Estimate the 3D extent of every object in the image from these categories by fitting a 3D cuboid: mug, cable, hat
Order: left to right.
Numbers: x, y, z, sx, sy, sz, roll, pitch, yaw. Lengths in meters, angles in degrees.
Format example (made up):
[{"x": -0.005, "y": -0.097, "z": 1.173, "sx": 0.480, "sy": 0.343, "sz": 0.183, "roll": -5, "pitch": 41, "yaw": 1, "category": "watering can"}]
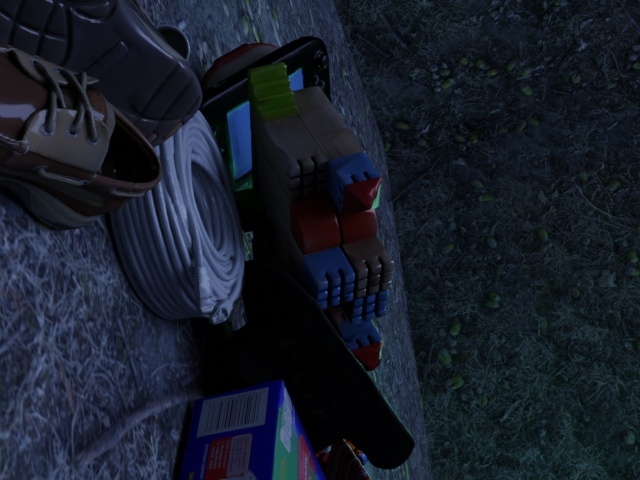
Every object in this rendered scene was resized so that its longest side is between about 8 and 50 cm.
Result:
[{"x": -0.204, "y": -0.246, "z": 1.256, "sx": 0.062, "sy": 0.078, "sz": 0.064, "roll": 41, "pitch": 9, "yaw": -9, "category": "mug"}, {"x": -0.160, "y": -0.035, "z": 1.104, "sx": 0.257, "sy": 0.089, "sz": 0.257, "roll": -41, "pitch": 116, "yaw": -79, "category": "cable"}, {"x": -0.040, "y": 0.190, "z": 1.201, "sx": 0.331, "sy": 0.134, "sz": 0.331, "roll": 42, "pitch": -24, "yaw": 23, "category": "hat"}]

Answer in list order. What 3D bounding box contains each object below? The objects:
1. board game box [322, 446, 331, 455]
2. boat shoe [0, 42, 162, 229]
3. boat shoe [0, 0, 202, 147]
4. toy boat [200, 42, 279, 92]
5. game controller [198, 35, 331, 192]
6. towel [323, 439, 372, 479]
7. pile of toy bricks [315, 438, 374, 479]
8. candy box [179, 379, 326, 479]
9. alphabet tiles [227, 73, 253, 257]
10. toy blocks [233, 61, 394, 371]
[{"x": 0.008, "y": 0.248, "z": 1.531, "sx": 0.305, "sy": 0.053, "sz": 0.193, "roll": 63, "pitch": 33, "yaw": -63, "category": "board game box"}, {"x": -0.225, "y": -0.101, "z": 0.765, "sx": 0.324, "sy": 0.116, "sz": 0.123, "roll": 40, "pitch": 38, "yaw": -72, "category": "boat shoe"}, {"x": -0.244, "y": -0.221, "z": 0.880, "sx": 0.130, "sy": 0.132, "sz": 0.355, "roll": 52, "pitch": -2, "yaw": 38, "category": "boat shoe"}, {"x": -0.111, "y": -0.209, "z": 1.517, "sx": 0.151, "sy": 0.151, "sz": 0.231, "roll": 43, "pitch": -20, "yaw": 50, "category": "toy boat"}, {"x": -0.082, "y": -0.168, "z": 1.351, "sx": 0.319, "sy": 0.067, "sz": 0.167, "roll": -40, "pitch": 128, "yaw": -42, "category": "game controller"}, {"x": 0.050, "y": 0.421, "z": 1.277, "sx": 0.275, "sy": 0.031, "sz": 0.199, "roll": 52, "pitch": -47, "yaw": 52, "category": "towel"}, {"x": 0.051, "y": 0.368, "z": 1.459, "sx": 0.118, "sy": 0.105, "sz": 0.212, "roll": -46, "pitch": 152, "yaw": -36, "category": "pile of toy bricks"}, {"x": -0.052, "y": 0.367, "z": 1.065, "sx": 0.268, "sy": 0.122, "sz": 0.317, "roll": -87, "pitch": 162, "yaw": -56, "category": "candy box"}, {"x": -0.115, "y": -0.111, "z": 1.396, "sx": 0.198, "sy": 0.009, "sz": 0.237, "roll": -56, "pitch": 138, "yaw": -38, "category": "alphabet tiles"}, {"x": 0.000, "y": 0.000, "z": 1.221, "sx": 0.382, "sy": 0.190, "sz": 0.261, "roll": 92, "pitch": -24, "yaw": -44, "category": "toy blocks"}]
